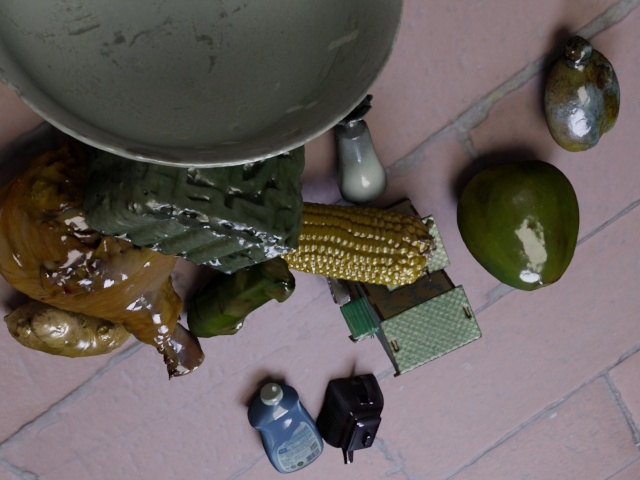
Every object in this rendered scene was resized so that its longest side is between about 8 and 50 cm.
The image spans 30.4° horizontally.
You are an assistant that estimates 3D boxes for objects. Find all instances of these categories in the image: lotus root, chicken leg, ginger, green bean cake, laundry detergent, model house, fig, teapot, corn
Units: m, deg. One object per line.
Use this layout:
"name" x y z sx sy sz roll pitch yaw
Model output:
"lotus root" 0.365 -0.208 1.652 0.113 0.088 0.192 -39 139 -16
"chicken leg" -0.216 0.016 1.464 0.295 0.182 0.409 -47 137 -16
"ginger" -0.335 0.116 1.547 0.115 0.081 0.205 -27 161 22
"green bean cake" -0.133 -0.107 1.334 0.241 0.255 0.132 20 156 -34
"laundry detergent" -0.060 0.296 1.901 0.097 0.061 0.206 -21 137 -2
"model house" 0.124 0.102 1.716 0.178 0.206 0.271 -23 138 -10
"fig" 0.294 -0.020 1.731 0.181 0.191 0.181 -23 173 -3
"teapot" 0.058 0.299 1.947 0.087 0.096 0.177 -5 131 -26
"corn" 0.000 0.000 1.575 0.305 0.106 0.106 6 129 -8

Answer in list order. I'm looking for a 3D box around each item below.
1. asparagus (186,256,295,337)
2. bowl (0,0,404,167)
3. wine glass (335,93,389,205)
"asparagus" -0.103 0.067 1.547 0.082 0.085 0.343 31 155 -10
"bowl" -0.151 -0.238 1.165 0.435 0.434 0.196 -11 164 -22
"wine glass" 0.048 -0.123 1.558 0.072 0.072 0.155 -23 136 -9
